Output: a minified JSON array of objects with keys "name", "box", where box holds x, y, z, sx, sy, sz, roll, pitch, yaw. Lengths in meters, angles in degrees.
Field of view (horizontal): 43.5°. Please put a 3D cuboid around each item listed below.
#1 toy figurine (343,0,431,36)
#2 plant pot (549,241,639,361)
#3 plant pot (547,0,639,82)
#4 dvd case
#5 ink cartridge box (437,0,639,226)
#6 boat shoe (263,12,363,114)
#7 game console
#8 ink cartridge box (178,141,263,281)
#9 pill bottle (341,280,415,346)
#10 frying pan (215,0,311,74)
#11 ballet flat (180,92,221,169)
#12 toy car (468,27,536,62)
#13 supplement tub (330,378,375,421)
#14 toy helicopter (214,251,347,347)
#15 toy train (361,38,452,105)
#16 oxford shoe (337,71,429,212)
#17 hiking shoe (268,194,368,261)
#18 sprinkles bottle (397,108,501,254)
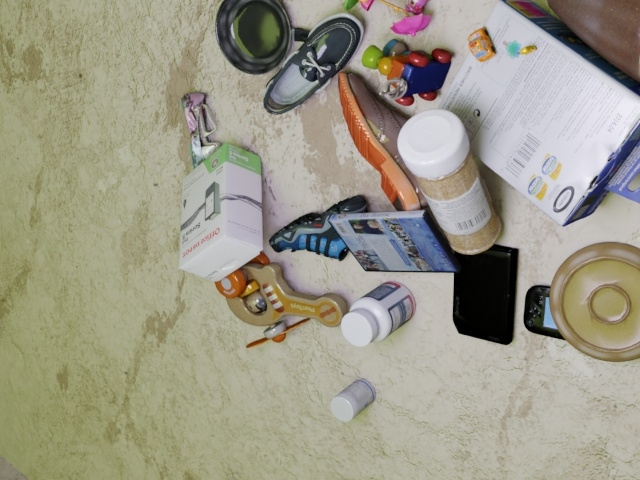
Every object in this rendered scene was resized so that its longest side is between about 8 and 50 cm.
[{"name":"toy figurine","box":[0.160,-0.491,1.617,0.159,0.130,0.173,38,101,3]},{"name":"plant pot","box":[0.557,0.122,1.545,0.236,0.032,0.236,3,98,26]},{"name":"plant pot","box":[0.502,-0.399,1.338,0.230,0.215,0.215,39,126,36]},{"name":"dvd case","box":[0.156,0.006,1.715,0.253,0.022,0.180,-1,139,41]},{"name":"ink cartridge box","box":[0.432,-0.215,1.449,0.395,0.151,0.270,45,128,24]},{"name":"boat shoe","box":[-0.019,-0.376,1.759,0.114,0.091,0.302,36,136,-13]},{"name":"game console","box":[0.442,0.127,1.659,0.361,0.044,0.213,10,113,33]},{"name":"ink cartridge box","box":[-0.242,-0.067,1.954,0.198,0.115,0.273,-33,48,39]},{"name":"pill bottle","box":[0.127,0.169,1.815,0.108,0.180,0.108,13,113,32]},{"name":"frying pan","box":[-0.097,-0.494,1.819,0.326,0.053,0.197,-13,105,29]},{"name":"ballet flat","box":[-0.297,-0.267,2.043,0.079,0.077,0.221,-5,104,17]},{"name":"toy car","box":[0.308,-0.345,1.393,0.122,0.040,0.060,0,103,42]},{"name":"supplement tub","box":[0.081,0.393,1.978,0.071,0.107,0.071,13,114,32]},{"name":"toy helicopter","box":[-0.091,0.169,2.008,0.355,0.140,0.235,8,113,31]},{"name":"toy train","box":[0.138,-0.340,1.582,0.143,0.248,0.105,35,124,27]},{"name":"oxford shoe","box":[0.151,-0.222,1.716,0.363,0.133,0.130,62,173,16]},{"name":"hiking shoe","box":[0.000,0.000,1.891,0.304,0.113,0.132,-18,102,43]},{"name":"sprinkles bottle","box":[0.253,-0.101,1.532,0.121,0.121,0.355,16,160,31]}]
